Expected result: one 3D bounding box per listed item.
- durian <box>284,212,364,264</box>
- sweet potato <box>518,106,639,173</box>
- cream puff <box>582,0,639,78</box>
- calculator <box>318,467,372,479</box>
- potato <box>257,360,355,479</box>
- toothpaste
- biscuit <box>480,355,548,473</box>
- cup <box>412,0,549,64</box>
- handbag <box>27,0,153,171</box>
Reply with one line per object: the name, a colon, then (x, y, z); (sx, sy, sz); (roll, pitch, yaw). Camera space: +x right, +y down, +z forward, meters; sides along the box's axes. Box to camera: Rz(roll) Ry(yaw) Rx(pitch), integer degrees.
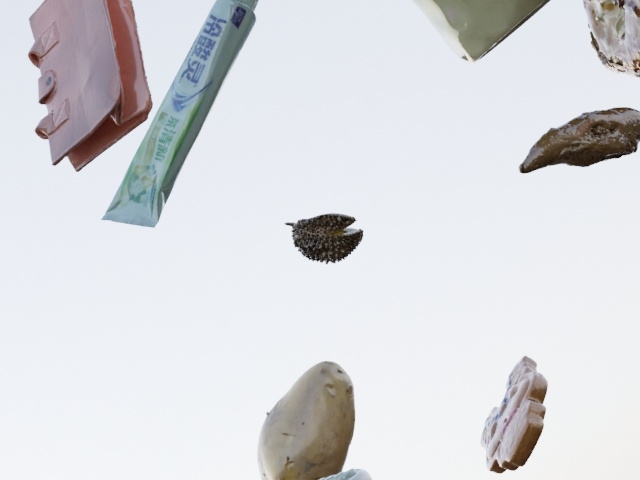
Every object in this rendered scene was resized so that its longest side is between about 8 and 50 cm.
durian: (-0.001, -0.001, 2.323); (0.110, 0.140, 0.071); (82, -158, -49)
sweet potato: (0.298, -0.111, 1.523); (0.205, 0.068, 0.060); (-18, -48, -26)
cream puff: (0.432, -0.327, 1.776); (0.163, 0.240, 0.240); (-15, -25, -5)
calculator: (-0.055, 0.316, 1.504); (0.184, 0.042, 0.295); (-26, -5, -43)
potato: (-0.019, 0.314, 2.195); (0.235, 0.161, 0.128); (-52, -29, 14)
toothpaste: (-0.132, -0.142, 1.404); (0.048, 0.074, 0.297); (46, -119, -48)
biscuit: (0.356, 0.328, 2.553); (0.334, 0.047, 0.202); (-83, 19, -80)
cup: (0.166, -0.327, 1.571); (0.173, 0.202, 0.255); (-40, 0, 13)
handbag: (-0.277, -0.205, 1.611); (0.059, 0.213, 0.157); (13, -35, -45)
